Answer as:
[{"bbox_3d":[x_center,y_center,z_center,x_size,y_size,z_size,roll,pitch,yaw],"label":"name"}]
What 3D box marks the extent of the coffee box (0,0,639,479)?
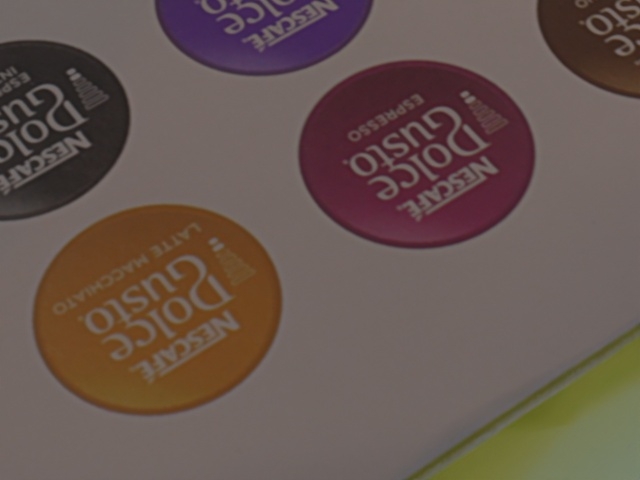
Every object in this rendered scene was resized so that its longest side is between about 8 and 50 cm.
[{"bbox_3d":[0.000,0.000,0.572,0.337,0.338,0.334,-31,-122,-18],"label":"coffee box"}]
